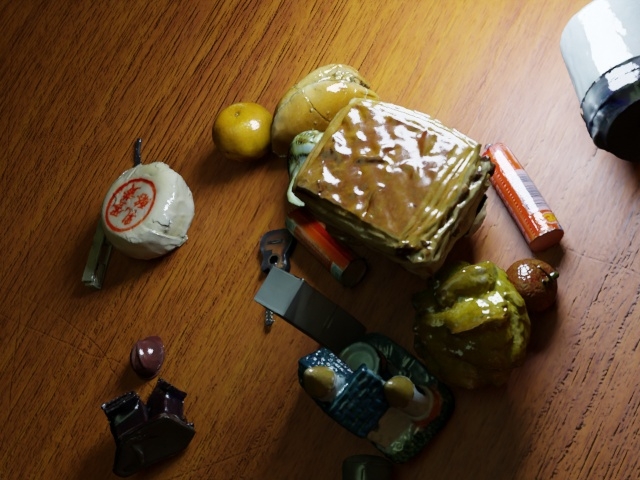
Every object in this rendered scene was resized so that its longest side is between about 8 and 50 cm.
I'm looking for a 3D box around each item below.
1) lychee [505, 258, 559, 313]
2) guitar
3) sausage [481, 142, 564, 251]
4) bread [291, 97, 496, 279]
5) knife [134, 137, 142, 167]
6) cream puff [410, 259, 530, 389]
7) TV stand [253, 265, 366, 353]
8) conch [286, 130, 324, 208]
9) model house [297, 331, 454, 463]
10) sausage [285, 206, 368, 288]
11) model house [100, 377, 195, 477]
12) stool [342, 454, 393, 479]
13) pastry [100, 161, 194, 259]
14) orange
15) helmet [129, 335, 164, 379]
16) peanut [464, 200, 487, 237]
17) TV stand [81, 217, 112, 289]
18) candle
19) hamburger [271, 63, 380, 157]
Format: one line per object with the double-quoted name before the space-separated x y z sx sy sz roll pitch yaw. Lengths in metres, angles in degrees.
"lychee" 0.389 0.086 1.531 0.140 0.114 0.101 17 103 61
"guitar" -0.104 0.082 1.883 0.088 0.025 0.233 -9 63 27
"sausage" 0.388 -0.101 1.655 0.074 0.074 0.274 -33 54 13
"bread" 0.138 -0.096 1.559 0.325 0.167 0.277 27 73 23
"knife" -0.499 -0.208 2.275 0.023 0.010 0.170 -18 60 29
"cream puff" 0.265 0.152 1.509 0.244 0.196 0.244 -12 70 37
"TV stand" -0.015 0.146 1.642 0.088 0.269 0.082 26 81 37
"conch" -0.002 -0.158 1.868 0.187 0.124 0.181 32 101 46
"model house" 0.072 0.263 1.526 0.184 0.291 0.253 -52 52 4
"sausage" 0.000 0.000 1.830 0.083 0.083 0.264 -47 50 2
"model house" -0.383 0.399 1.846 0.203 0.141 0.164 -20 32 -4
"stool" 0.085 0.454 1.540 0.096 0.096 0.110 -5 68 29
"pastry" -0.437 -0.075 2.097 0.265 0.133 0.264 -14 56 22
"orange" -0.185 -0.260 2.036 0.159 0.136 0.159 -10 48 12
"helmet" -0.418 0.267 1.955 0.089 0.057 0.111 -21 57 23
"peanut" 0.172 -0.061 1.717 0.340 0.158 0.174 21 49 32
"TV stand" -0.571 0.007 2.188 0.036 0.042 0.249 -6 64 33
"candle" 0.578 -0.334 1.574 0.221 0.221 0.342 -22 54 20
"hamburger" -0.011 -0.302 1.942 0.283 0.156 0.144 -32 54 10
